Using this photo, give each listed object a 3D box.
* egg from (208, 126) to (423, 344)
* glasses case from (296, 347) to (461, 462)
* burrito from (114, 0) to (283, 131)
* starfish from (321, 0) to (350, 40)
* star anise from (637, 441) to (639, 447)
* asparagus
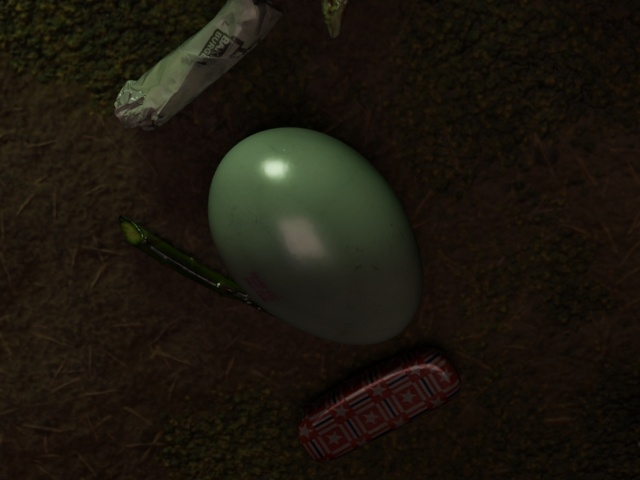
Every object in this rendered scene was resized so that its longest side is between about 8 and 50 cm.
[{"bbox_3d":[0.000,0.000,1.411,0.183,0.183,0.264,-39,113,15],"label":"egg"},{"bbox_3d":[0.062,0.179,1.553,0.194,0.049,0.073,-28,107,11],"label":"glasses case"},{"bbox_3d":[-0.125,-0.181,1.406,0.203,0.064,0.064,-37,107,13],"label":"burrito"},{"bbox_3d":[0.073,-0.332,1.226,0.358,0.078,0.347,22,119,-20],"label":"starfish"},{"bbox_3d":[0.485,0.206,1.517,0.227,0.148,0.218,-34,151,24],"label":"star anise"},{"bbox_3d":[-0.118,0.038,1.511,0.236,0.027,0.034,27,120,-9],"label":"asparagus"}]
